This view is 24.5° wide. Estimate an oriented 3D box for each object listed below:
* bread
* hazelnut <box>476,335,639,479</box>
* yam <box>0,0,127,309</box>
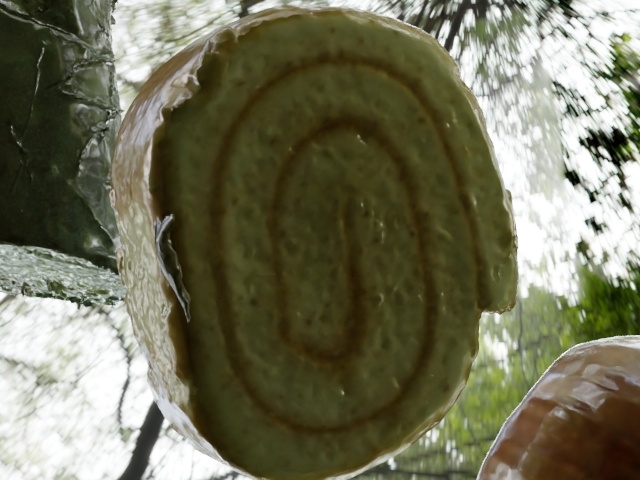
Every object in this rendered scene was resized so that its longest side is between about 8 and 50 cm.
[{"bbox_3d":[0.000,0.000,0.468,0.122,0.073,0.149,-12,-86,-18],"label":"bread"},{"bbox_3d":[0.147,0.115,0.658,0.150,0.150,0.150,1,-78,6],"label":"hazelnut"},{"bbox_3d":[-0.177,-0.084,0.804,0.154,0.154,0.254,-10,-97,8],"label":"yam"}]
